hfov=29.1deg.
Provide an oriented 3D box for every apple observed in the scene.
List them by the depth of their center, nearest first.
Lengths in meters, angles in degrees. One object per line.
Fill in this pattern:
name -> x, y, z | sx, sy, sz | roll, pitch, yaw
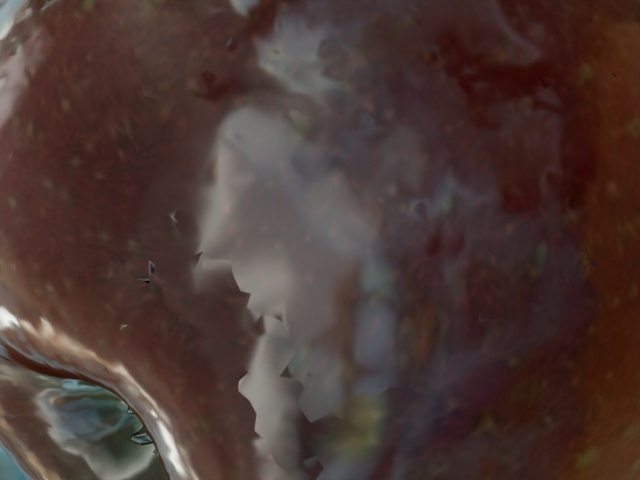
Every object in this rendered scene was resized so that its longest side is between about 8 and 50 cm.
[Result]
apple -> 0.000, 0.000, 0.521 | 0.348, 0.277, 0.348 | 33, 150, 23
